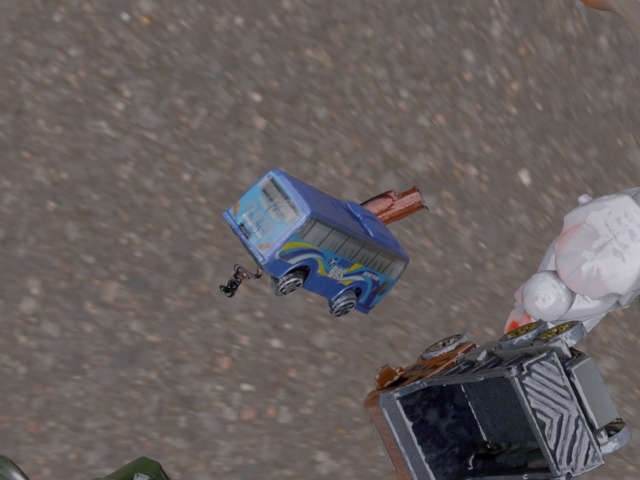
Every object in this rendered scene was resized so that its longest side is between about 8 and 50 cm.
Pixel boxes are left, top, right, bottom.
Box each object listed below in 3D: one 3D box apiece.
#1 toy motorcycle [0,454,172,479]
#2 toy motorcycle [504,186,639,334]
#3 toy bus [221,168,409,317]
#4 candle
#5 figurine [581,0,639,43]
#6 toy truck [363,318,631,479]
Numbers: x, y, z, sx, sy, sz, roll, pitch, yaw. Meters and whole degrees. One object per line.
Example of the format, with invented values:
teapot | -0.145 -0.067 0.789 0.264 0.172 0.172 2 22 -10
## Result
toy motorcycle | -0.068 0.174 0.790 0.127 0.205 0.275 -19 107 18
toy motorcycle | 0.236 0.022 1.727 0.171 0.260 0.110 -27 76 -36
toy bus | 0.000 0.003 1.191 0.061 0.153 0.051 -43 62 13
candle | 0.000 -0.001 1.491 0.167 0.021 0.026 -24 101 -3
figurine | 0.154 -0.127 0.580 0.196 0.323 0.320 -26 115 16
toy truck | 0.105 0.104 1.210 0.092 0.192 0.083 -28 97 -29
